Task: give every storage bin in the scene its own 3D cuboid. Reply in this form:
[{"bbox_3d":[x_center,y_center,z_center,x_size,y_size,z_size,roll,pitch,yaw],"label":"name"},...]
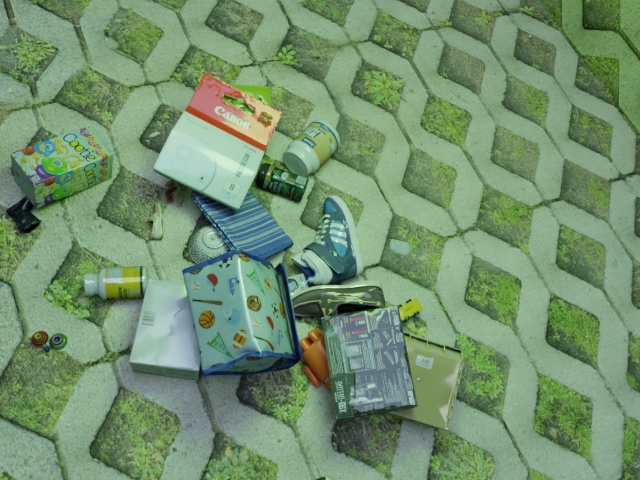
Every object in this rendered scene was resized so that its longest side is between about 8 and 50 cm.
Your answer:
[{"bbox_3d":[0.296,0.443,1.816,0.262,0.123,0.260,19,75,-5],"label":"storage bin"}]

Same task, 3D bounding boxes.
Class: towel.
[{"bbox_3d":[-0.268,-0.074,1.975,0.336,0.040,0.243,50,42,14],"label":"towel"}]

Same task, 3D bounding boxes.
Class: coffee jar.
[{"bbox_3d":[-0.143,-0.215,2.088,0.185,0.096,0.079,21,59,-1],"label":"coffee jar"}]

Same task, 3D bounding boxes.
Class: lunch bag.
[{"bbox_3d":[-0.200,0.228,1.712,0.239,0.385,0.327,-19,70,14],"label":"lunch bag"}]

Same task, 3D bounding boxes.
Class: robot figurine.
[{"bbox_3d":[0.030,0.383,1.818,0.158,0.128,0.219,-36,77,-24],"label":"robot figurine"}]

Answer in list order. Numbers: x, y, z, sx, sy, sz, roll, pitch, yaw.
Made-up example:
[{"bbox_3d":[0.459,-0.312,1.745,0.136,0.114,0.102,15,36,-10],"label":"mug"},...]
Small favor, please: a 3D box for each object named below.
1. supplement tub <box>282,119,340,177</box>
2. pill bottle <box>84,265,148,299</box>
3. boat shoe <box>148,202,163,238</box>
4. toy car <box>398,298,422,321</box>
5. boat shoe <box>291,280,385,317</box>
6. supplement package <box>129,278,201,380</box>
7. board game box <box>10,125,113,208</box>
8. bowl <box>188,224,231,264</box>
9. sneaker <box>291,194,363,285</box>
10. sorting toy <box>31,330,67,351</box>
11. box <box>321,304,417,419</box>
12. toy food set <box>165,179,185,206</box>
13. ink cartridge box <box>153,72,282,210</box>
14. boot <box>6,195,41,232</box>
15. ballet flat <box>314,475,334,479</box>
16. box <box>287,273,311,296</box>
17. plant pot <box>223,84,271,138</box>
[{"bbox_3d":[-0.035,-0.346,2.148,0.144,0.144,0.199,38,62,7],"label":"supplement tub"},{"bbox_3d":[-0.644,0.135,1.801,0.184,0.103,0.103,-2,65,-13],"label":"pill bottle"},{"bbox_3d":[-0.567,-0.069,1.947,0.045,0.050,0.135,-2,65,-20],"label":"boat shoe"},{"bbox_3d":[0.230,0.298,1.948,0.239,0.053,0.224,7,64,-9],"label":"toy car"},{"bbox_3d":[0.053,0.212,1.884,0.325,0.116,0.096,-8,52,-2],"label":"boat shoe"},{"bbox_3d":[-0.454,0.277,1.751,0.204,0.145,0.261,10,62,-9],"label":"supplement package"},{"bbox_3d":[-0.854,-0.246,1.891,0.275,0.144,0.142,-33,76,-35],"label":"board game box"},{"bbox_3d":[-0.364,0.009,1.939,0.170,0.080,0.170,5,65,-10],"label":"bowl"},{"bbox_3d":[0.000,0.001,1.993,0.236,0.130,0.322,-11,74,-23],"label":"sneaker"},{"bbox_3d":[-0.823,0.302,1.714,0.102,0.042,0.061,8,63,-9],"label":"sorting toy"},{"bbox_3d":[0.143,0.367,1.714,0.243,0.076,0.307,-10,74,0],"label":"box"},{"bbox_3d":[-0.521,-0.181,2.031,0.078,0.019,0.122,12,70,-7],"label":"toy food set"},{"bbox_3d":[-0.336,-0.337,1.914,0.308,0.091,0.384,26,86,-11],"label":"ink cartridge box"},{"bbox_3d":[-0.960,-0.090,1.872,0.099,0.045,0.121,44,67,9],"label":"boot"},{"bbox_3d":[-0.030,0.751,1.670,0.173,0.049,0.057,-24,73,-22],"label":"ballet flat"},{"bbox_3d":[-0.097,0.165,1.953,0.136,0.028,0.081,-15,68,-17],"label":"box"},{"bbox_3d":[-0.297,-0.421,2.087,0.227,0.228,0.207,-3,73,-14],"label":"plant pot"}]
